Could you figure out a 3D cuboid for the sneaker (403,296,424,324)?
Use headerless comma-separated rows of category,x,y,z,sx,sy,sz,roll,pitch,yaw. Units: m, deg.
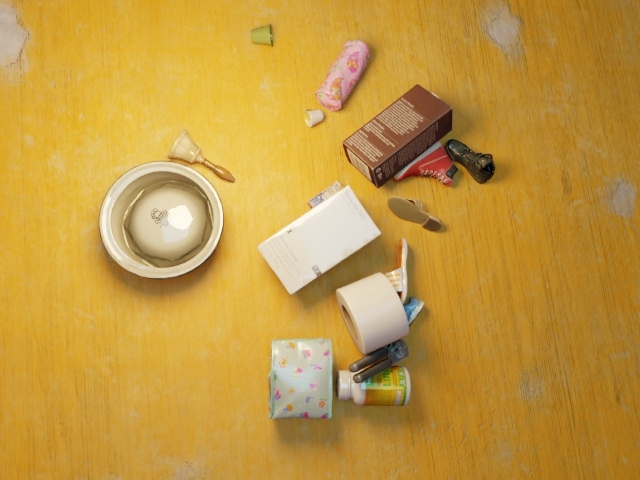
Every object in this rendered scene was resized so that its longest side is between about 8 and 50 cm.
sneaker,0.319,0.282,1.710,0.073,0.063,0.162,36,74,18

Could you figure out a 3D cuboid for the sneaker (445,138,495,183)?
sneaker,0.601,-0.331,1.798,0.087,0.130,0.227,-42,86,-13

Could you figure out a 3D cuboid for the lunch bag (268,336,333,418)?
lunch bag,-0.069,0.467,1.573,0.223,0.160,0.262,2,87,-6

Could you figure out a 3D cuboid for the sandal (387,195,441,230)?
sandal,0.367,-0.123,1.774,0.240,0.088,0.079,28,47,-9

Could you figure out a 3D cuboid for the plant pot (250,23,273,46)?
plant pot,-0.232,-0.806,1.793,0.079,0.083,0.083,-2,81,4

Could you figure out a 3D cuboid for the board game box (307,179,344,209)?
board game box,0.066,-0.111,1.735,0.147,0.045,0.193,-37,87,-11

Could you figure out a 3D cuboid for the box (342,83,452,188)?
box,0.291,-0.395,1.716,0.381,0.143,0.191,-39,60,-4

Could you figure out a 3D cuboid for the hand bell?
hand bell,-0.426,-0.287,1.684,0.242,0.126,0.126,34,78,-14

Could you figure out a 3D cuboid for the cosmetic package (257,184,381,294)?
cosmetic package,0.000,0.000,1.621,0.385,0.156,0.217,-36,87,2

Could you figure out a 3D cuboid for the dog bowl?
dog bowl,-0.539,-0.062,1.597,0.408,0.150,0.408,1,82,-7

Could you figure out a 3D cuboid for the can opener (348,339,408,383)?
can opener,0.200,0.419,1.593,0.283,0.095,0.076,-15,81,-39

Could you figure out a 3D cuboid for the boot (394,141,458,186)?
boot,0.422,-0.261,1.786,0.244,0.088,0.176,-33,88,-14

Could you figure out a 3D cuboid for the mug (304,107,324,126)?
mug,-0.025,-0.490,1.776,0.064,0.062,0.078,-23,91,-18

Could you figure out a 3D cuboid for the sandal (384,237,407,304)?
sandal,0.278,0.118,1.706,0.076,0.102,0.265,5,72,-5

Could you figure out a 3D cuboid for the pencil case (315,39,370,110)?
pencil case,0.090,-0.652,1.789,0.124,0.124,0.284,29,78,-2

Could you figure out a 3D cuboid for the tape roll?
tape roll,0.176,0.254,1.591,0.169,0.246,0.246,-22,85,-10

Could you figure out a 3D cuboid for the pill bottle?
pill bottle,0.182,0.512,1.607,0.246,0.136,0.136,3,81,-7
